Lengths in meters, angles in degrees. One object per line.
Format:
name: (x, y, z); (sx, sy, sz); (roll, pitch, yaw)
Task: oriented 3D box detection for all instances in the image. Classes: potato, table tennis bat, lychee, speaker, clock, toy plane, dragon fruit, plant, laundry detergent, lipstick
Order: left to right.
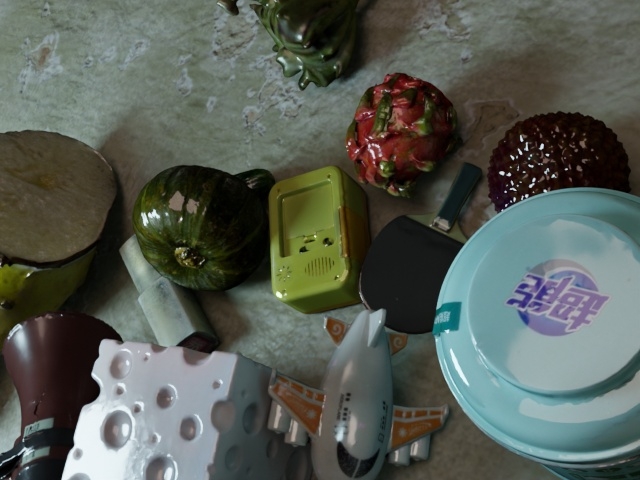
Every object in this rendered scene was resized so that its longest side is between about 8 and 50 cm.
potato: (-0.572, 0.012, 1.452); (0.296, 0.289, 0.397); (-55, 27, 32)
speaker: (-0.443, 0.278, 1.177); (0.259, 0.198, 0.330); (4, 36, -8)
lipstick: (-0.261, 0.091, 1.318); (0.077, 0.079, 0.253); (-41, 55, 8)
clock: (0.000, 0.000, 1.198); (0.143, 0.096, 0.202); (-14, 63, 22)
plant: (0.029, -0.426, 1.338); (0.333, 0.180, 0.251); (-43, 65, 2)
toy plane: (0.048, 0.209, 1.021); (0.244, 0.117, 0.245); (4, 74, -15)
dragon fruit: (0.122, -0.151, 1.172); (0.166, 0.160, 0.172); (26, 84, 3)
table tennis bat: (0.159, 0.006, 1.123); (0.154, 0.021, 0.274); (27, 75, 12)
lychee: (0.302, -0.083, 1.010); (0.188, 0.188, 0.188); (-12, 63, 25)
laundry detergent: (0.290, 0.111, 0.848); (0.287, 0.305, 0.287); (-13, 62, 25)

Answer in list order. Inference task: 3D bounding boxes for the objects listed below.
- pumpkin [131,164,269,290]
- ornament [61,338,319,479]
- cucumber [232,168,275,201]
pumpkin: (-0.187, -0.020, 1.241); (0.223, 0.224, 0.157); (-11, 37, 26)
ornament: (-0.168, 0.286, 1.077); (0.239, 0.239, 0.240); (1, 70, 31)
cucumber: (-0.183, -0.062, 1.349); (0.241, 0.074, 0.075); (-19, 60, 18)
